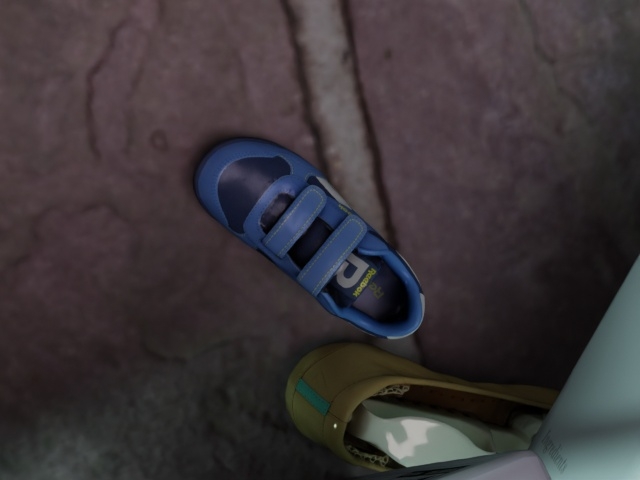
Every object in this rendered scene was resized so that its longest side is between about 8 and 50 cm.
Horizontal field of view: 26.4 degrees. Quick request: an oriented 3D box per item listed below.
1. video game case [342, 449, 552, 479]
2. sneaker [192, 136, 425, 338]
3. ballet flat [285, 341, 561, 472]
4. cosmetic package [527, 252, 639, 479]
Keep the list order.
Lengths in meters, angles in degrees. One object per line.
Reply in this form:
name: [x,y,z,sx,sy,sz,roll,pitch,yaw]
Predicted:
video game case: [-0.088,0.156,0.572,0.300,0.329,0.036,-16,82,-13]
sneaker: [0.000,0.000,0.683,0.144,0.059,0.053,37,95,-23]
ballet flat: [0.091,0.116,0.741,0.232,0.073,0.080,15,100,-22]
cosmetic package: [0.224,0.137,0.632,0.230,0.161,0.453,27,96,-4]
